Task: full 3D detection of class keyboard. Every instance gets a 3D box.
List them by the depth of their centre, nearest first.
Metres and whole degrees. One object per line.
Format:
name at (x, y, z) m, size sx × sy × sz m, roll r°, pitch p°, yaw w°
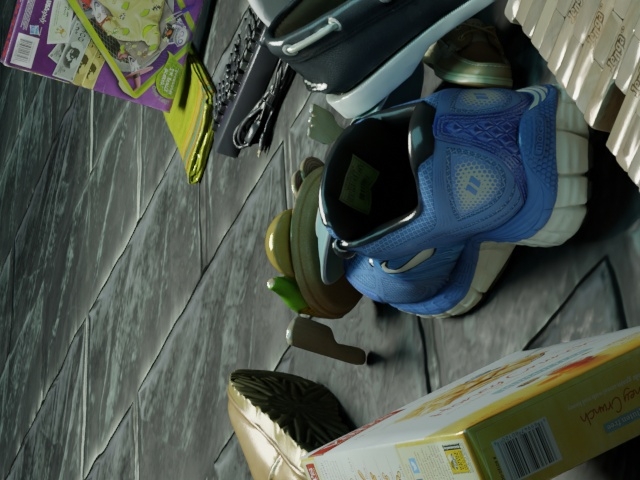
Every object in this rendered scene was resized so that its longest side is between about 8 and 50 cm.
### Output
keyboard at (-0.052, -0.215, 1.847) m, size 0.201 × 0.033 × 0.317 m, roll -102°, pitch 29°, yaw -48°

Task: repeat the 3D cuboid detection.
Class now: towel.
towel at (-0.158, -0.157, 2.129) m, size 0.237 × 0.021 × 0.102 m, roll -118°, pitch 43°, yaw -61°

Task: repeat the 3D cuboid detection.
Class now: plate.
plate at (0.033, -0.056, 1.385) m, size 0.188 × 0.024 × 0.188 m, roll 22°, pitch -90°, yaw -80°

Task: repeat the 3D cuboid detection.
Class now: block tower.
block tower at (0.200, -0.089, 0.968) m, size 0.335 × 0.091 × 0.097 m, roll -115°, pitch 40°, yaw -58°

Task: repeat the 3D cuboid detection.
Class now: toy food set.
toy food set at (0.000, 0.000, 1.449) m, size 0.038 × 0.132 × 0.192 m, roll -2°, pitch 74°, yaw 31°

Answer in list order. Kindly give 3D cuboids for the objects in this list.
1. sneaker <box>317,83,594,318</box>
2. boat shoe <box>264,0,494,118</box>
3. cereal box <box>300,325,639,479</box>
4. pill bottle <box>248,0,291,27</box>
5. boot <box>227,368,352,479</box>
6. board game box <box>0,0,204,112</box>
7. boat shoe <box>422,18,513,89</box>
sneaker at (0.064, -0.035, 1.228) m, size 0.330 × 0.147 × 0.130 m, roll 131°, pitch 146°, yaw -68°
boat shoe at (0.080, -0.204, 1.255) m, size 0.302 × 0.091 × 0.114 m, roll -44°, pitch 22°, yaw 27°
cereal box at (0.107, 0.099, 1.014) m, size 0.047 × 0.173 × 0.240 m, roll 67°, pitch 156°, yaw 0°
pill bottle at (-0.021, -0.288, 1.606) m, size 0.272 × 0.152 × 0.152 m, roll -118°, pitch 42°, yaw -59°
boot at (-0.049, 0.263, 1.493) m, size 0.236 × 0.089 × 0.269 m, roll -131°, pitch 53°, yaw -67°
board game box at (-0.223, -0.341, 2.094) m, size 0.056 × 0.208 × 0.347 m, roll -146°, pitch 73°, yaw -72°
boat shoe at (0.107, -0.140, 1.320) m, size 0.135 × 0.050 × 0.045 m, roll -135°, pitch 52°, yaw -67°
